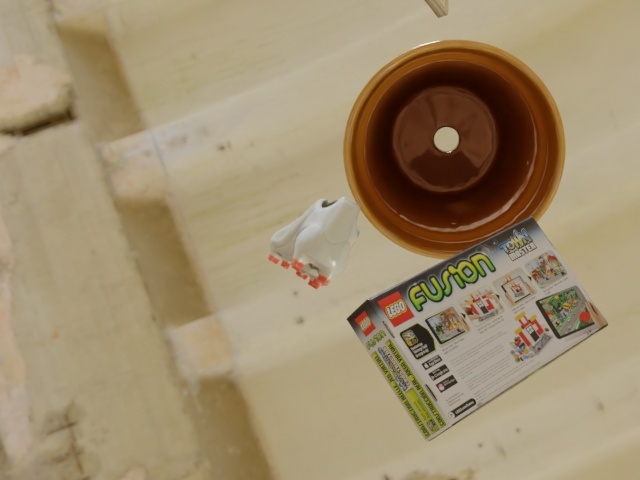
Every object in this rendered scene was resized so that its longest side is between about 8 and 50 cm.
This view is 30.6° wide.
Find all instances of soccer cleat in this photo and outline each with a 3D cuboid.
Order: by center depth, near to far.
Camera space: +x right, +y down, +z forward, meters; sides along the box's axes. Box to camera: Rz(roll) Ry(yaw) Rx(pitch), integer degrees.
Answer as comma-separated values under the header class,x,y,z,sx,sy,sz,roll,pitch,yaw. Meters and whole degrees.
class,x,y,z,sx,sy,sz,roll,pitch,yaw
soccer cleat,0.000,0.000,1.061,0.068,0.076,0.196,32,-6,-8

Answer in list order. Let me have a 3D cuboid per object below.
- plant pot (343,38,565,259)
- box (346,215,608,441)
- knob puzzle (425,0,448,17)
class,x,y,z,sx,sy,sz,roll,pitch,yaw
plant pot,0.128,-0.097,1.170,0.188,0.205,0.205,-72,143,-80
box,0.130,0.064,0.931,0.114,0.207,0.036,57,-40,12
knob puzzle,0.079,-0.321,1.030,0.213,0.030,0.213,27,58,-56
